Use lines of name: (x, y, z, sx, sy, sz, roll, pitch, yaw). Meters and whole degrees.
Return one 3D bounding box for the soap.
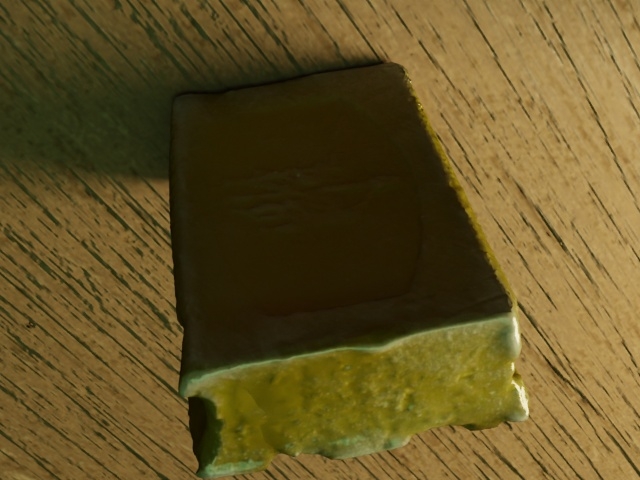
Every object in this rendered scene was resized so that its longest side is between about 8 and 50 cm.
soap: (0.000, 0.000, 0.728, 0.199, 0.315, 0.091, -8, 126, -3)
